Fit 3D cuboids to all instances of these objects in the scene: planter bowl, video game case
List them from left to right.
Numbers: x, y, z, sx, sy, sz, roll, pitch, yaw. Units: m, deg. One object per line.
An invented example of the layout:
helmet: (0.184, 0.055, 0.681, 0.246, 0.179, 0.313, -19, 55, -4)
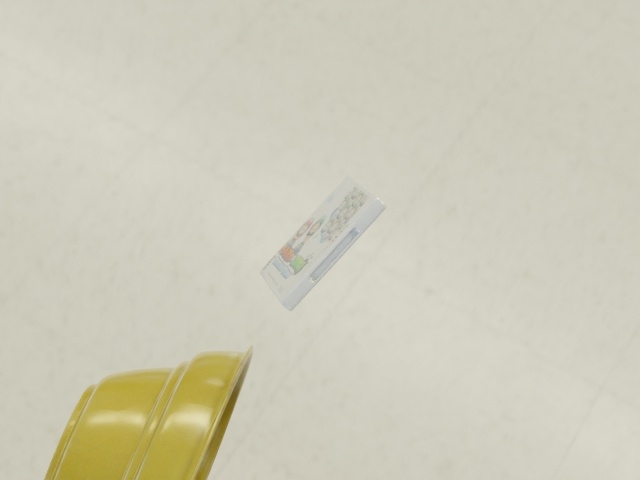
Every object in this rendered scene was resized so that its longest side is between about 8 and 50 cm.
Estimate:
planter bowl: (-0.122, 0.150, 1.171, 0.090, 0.217, 0.217, 22, 51, 1)
video game case: (0.000, 0.000, 1.910, 0.019, 0.157, 0.143, 42, 91, -14)
